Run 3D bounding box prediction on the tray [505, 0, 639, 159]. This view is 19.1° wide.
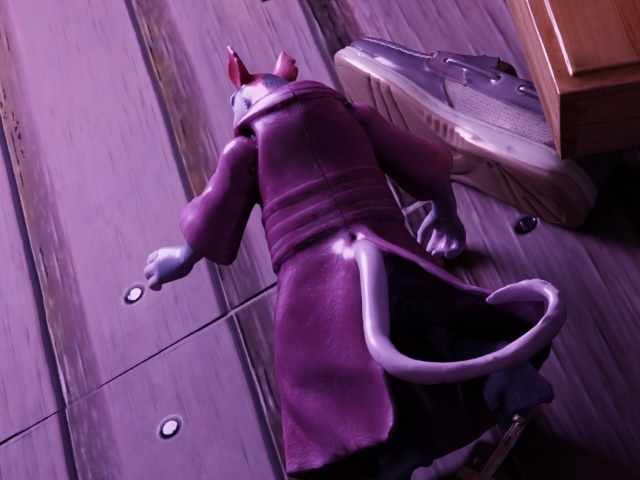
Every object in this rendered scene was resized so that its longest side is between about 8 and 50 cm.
[{"bbox_3d":[0.241,-0.246,1.519,0.203,0.076,0.411,-10,46,-2],"label":"tray"}]

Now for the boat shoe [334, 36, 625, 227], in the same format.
[{"bbox_3d":[0.128,-0.103,1.540,0.092,0.103,0.285,-44,46,-15],"label":"boat shoe"}]

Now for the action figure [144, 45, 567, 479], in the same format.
[{"bbox_3d":[0.000,0.000,1.392,0.248,0.276,0.370,-22,69,-7],"label":"action figure"}]

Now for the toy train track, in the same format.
[{"bbox_3d":[0.124,0.156,1.370,0.048,0.014,0.083,20,66,43],"label":"toy train track"}]
